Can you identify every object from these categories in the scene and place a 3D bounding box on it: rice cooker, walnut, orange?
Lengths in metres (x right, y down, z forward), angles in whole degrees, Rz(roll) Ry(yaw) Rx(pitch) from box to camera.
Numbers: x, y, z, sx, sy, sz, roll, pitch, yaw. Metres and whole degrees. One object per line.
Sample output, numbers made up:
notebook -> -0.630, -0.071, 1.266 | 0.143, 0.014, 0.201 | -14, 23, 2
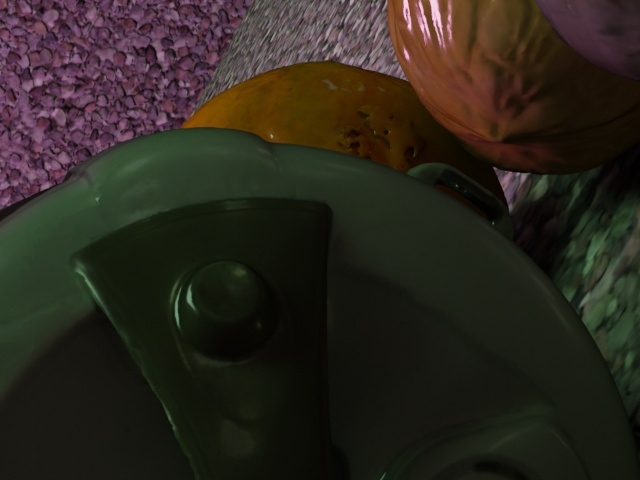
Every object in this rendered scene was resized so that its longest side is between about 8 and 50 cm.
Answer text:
rice cooker -> -0.049, 0.122, 0.693 | 0.335, 0.335, 0.325 | -63, 14, -6
walnut -> 0.126, -0.146, 0.862 | 0.193, 0.193, 0.226 | -43, 22, 55
orange -> 0.002, 0.001, 0.959 | 0.219, 0.219, 0.193 | -52, 7, 36

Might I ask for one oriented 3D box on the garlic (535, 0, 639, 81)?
garlic -> 0.174, -0.190, 0.686 | 0.210, 0.292, 0.237 | -18, 40, 13
